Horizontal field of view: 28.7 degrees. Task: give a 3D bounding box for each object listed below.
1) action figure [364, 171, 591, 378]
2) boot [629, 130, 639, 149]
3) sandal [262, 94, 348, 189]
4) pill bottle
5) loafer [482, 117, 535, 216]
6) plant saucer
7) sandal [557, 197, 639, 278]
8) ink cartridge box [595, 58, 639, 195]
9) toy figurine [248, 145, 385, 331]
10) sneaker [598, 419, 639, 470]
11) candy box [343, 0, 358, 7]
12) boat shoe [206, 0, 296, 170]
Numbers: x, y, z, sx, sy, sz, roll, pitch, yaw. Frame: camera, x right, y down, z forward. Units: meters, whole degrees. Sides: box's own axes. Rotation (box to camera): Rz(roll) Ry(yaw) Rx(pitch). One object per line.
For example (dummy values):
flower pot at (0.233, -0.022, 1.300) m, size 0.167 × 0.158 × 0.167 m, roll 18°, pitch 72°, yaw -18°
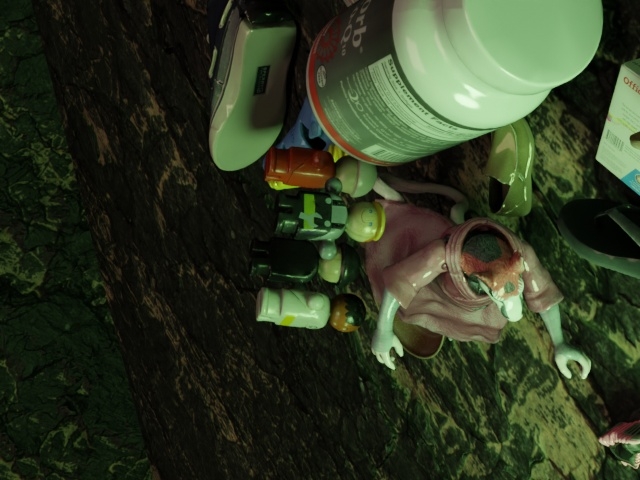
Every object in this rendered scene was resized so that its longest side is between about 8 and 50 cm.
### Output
action figure at (0.191, 0.029, 1.519) m, size 0.370 × 0.248 × 0.275 m, roll 136°, pitch 140°, yaw -78°
boot at (0.366, -0.072, 1.212) m, size 0.118 × 0.042 × 0.087 m, roll -5°, pitch 124°, yaw 26°
sandal at (0.010, -0.159, 1.854) m, size 0.317 × 0.126 × 0.138 m, roll -19°, pitch 86°, yaw 57°
pill bottle at (0.144, -0.216, 1.424) m, size 0.363 × 0.210 × 0.210 m, roll -18°, pitch 91°, yaw 64°
loafer at (0.228, -0.092, 1.525) m, size 0.056 × 0.050 × 0.148 m, roll 25°, pitch 130°, yaw 55°
plant saucer at (0.137, 0.075, 1.840) m, size 0.198 × 0.036 × 0.198 m, roll 42°, pitch 142°, yaw 44°
sandal at (0.359, 0.007, 1.292) m, size 0.254 × 0.097 × 0.054 m, roll 31°, pitch 135°, yaw 40°
ink cartridge box at (0.340, -0.116, 1.281) m, size 0.088 × 0.052 × 0.122 m, roll 49°, pitch 147°, yaw 38°
toy figurine at (0.000, 0.000, 1.562) m, size 0.209 × 0.148 × 0.213 m, roll -106°, pitch 25°, yaw -63°
sneaker at (0.371, 0.244, 1.471) m, size 0.057 × 0.047 × 0.119 m, roll 60°, pitch 171°, yaw 5°
candy box at (0.029, -0.391, 1.622) m, size 0.196 × 0.070 × 0.165 m, roll 60°, pitch -179°, yaw 21°
boat shoe at (-0.131, -0.283, 2.057) m, size 0.158 × 0.127 × 0.340 m, roll 61°, pitch 146°, yaw 34°
